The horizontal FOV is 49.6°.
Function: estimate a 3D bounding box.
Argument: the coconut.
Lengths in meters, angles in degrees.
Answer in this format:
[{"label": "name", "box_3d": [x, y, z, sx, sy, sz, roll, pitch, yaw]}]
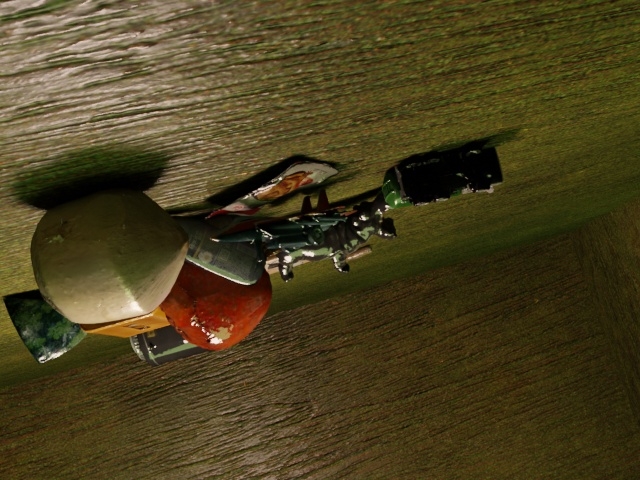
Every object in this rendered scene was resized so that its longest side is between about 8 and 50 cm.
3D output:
[{"label": "coconut", "box_3d": [-0.324, 0.018, 1.100, 0.234, 0.224, 0.224, -19, 169, 18]}]

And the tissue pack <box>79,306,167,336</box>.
[{"label": "tissue pack", "box_3d": [-0.466, 0.147, 1.712, 0.194, 0.145, 0.274, -18, 170, -1]}]

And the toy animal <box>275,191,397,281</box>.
[{"label": "toy animal", "box_3d": [0.050, -0.014, 1.650, 0.343, 0.106, 0.168, -20, 126, 7]}]

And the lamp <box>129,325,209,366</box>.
[{"label": "lamp", "box_3d": [-0.469, 0.282, 2.206, 0.272, 0.205, 0.374, -17, -179, -18]}]

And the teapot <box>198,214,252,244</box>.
[{"label": "teapot", "box_3d": [-0.234, 0.008, 1.425, 0.200, 0.107, 0.077, -12, 164, -23]}]

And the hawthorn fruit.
[{"label": "hawthorn fruit", "box_3d": [-0.218, 0.096, 1.558, 0.307, 0.276, 0.276, -30, 171, -6]}]

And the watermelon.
[{"label": "watermelon", "box_3d": [-0.658, 0.171, 1.690, 0.207, 0.202, 0.136, -23, 137, -40]}]

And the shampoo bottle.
[{"label": "shampoo bottle", "box_3d": [-0.217, 0.016, 1.365, 0.234, 0.087, 0.049, 26, 169, -29]}]

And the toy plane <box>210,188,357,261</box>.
[{"label": "toy plane", "box_3d": [-0.081, -0.019, 1.371, 0.326, 0.104, 0.223, -21, -178, -44]}]

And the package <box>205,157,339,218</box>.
[{"label": "package", "box_3d": [-0.094, -0.094, 1.319, 0.239, 0.030, 0.154, -23, 169, 30]}]

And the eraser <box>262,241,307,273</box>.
[{"label": "eraser", "box_3d": [-0.145, 0.048, 1.817, 0.290, 0.087, 0.171, -17, 168, 4]}]

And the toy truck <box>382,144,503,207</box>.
[{"label": "toy truck", "box_3d": [0.256, -0.129, 1.476, 0.242, 0.101, 0.125, -12, 174, -8]}]

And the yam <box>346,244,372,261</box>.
[{"label": "yam", "box_3d": [0.108, 0.051, 2.366, 0.145, 0.032, 0.032, -20, 169, 24]}]
